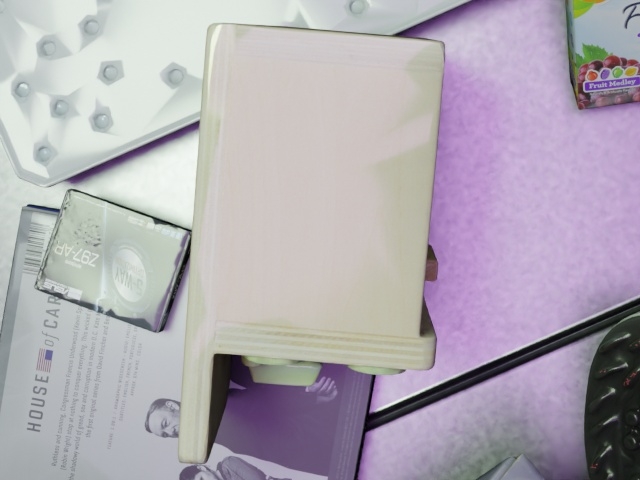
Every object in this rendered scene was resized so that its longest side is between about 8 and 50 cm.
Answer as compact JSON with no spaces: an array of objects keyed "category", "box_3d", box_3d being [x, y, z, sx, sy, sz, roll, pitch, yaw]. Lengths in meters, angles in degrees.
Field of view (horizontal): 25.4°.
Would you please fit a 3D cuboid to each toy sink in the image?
[{"category":"toy sink","box_3d":[0.000,0.000,0.790,0.131,0.153,0.234,5,98,1]}]

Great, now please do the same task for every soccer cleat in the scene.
[{"category":"soccer cleat","box_3d":[0.202,0.187,0.844,0.109,0.116,0.318,21,111,39]}]

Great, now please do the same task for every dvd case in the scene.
[{"category":"dvd case","box_3d":[-0.086,0.085,0.898,0.239,0.029,0.179,10,92,5]}]

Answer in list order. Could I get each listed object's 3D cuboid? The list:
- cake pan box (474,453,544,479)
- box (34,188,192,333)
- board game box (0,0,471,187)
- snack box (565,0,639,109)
[{"category":"cake pan box","box_3d":[0.109,0.284,0.806,0.267,0.070,0.246,50,132,2]},{"category":"box","box_3d":[-0.126,0.012,0.874,0.083,0.018,0.067,20,92,4]},{"category":"board game box","box_3d":[-0.078,-0.283,0.877,0.390,0.050,0.390,-23,90,6]},{"category":"snack box","box_3d":[0.218,-0.136,0.838,0.141,0.037,0.100,-8,125,5]}]
